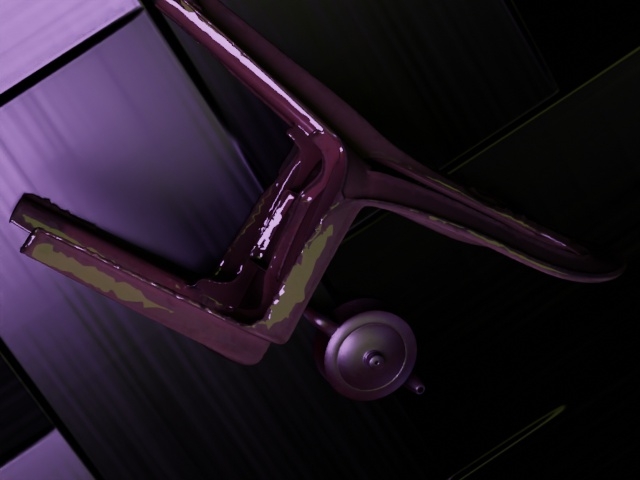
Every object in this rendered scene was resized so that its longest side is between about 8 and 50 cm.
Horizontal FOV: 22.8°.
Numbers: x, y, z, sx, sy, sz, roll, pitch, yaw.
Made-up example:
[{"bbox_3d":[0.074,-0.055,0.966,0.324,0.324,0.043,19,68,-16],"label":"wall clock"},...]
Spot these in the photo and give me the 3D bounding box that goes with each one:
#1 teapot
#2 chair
[{"bbox_3d":[0.029,0.073,1.065,0.100,0.045,0.068,34,94,-20],"label":"teapot"},{"bbox_3d":[0.000,0.000,0.973,0.326,0.175,0.183,31,89,-14],"label":"chair"}]
